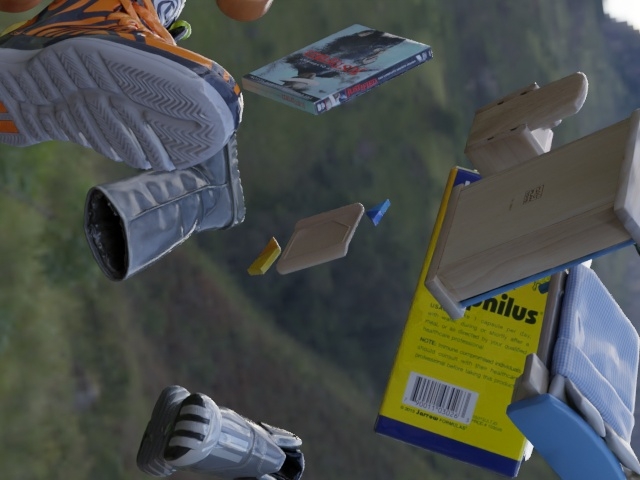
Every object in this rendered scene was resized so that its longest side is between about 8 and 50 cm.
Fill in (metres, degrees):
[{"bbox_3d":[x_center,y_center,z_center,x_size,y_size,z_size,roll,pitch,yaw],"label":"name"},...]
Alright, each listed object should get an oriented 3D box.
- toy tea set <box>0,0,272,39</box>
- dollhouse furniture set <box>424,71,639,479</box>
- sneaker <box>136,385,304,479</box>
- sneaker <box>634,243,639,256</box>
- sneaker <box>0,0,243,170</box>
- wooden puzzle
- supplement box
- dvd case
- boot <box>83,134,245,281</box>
[{"bbox_3d":[-0.199,-0.274,1.695,0.200,0.336,0.124,63,-18,18],"label":"toy tea set"},{"bbox_3d":[0.277,0.037,1.545,0.303,0.198,0.286,51,37,-25],"label":"dollhouse furniture set"},{"bbox_3d":[-0.085,0.193,1.545,0.229,0.132,0.086,171,-59,-75],"label":"sneaker"},{"bbox_3d":[0.417,-0.022,1.981,0.125,0.104,0.262,45,-18,1],"label":"sneaker"},{"bbox_3d":[-0.151,-0.160,1.378,0.321,0.180,0.124,12,-42,42],"label":"sneaker"},{"bbox_3d":[0.000,0.000,1.429,0.014,0.116,0.078,60,34,-25],"label":"wooden puzzle"},{"bbox_3d":[0.223,0.100,2.211,0.194,0.195,0.356,-6,113,-77],"label":"supplement box"},{"bbox_3d":[0.013,-0.130,1.290,0.087,0.119,0.013,25,-46,45],"label":"dvd case"},{"bbox_3d":[-0.174,-0.069,1.806,0.076,0.208,0.189,-16,-88,43],"label":"boot"}]
